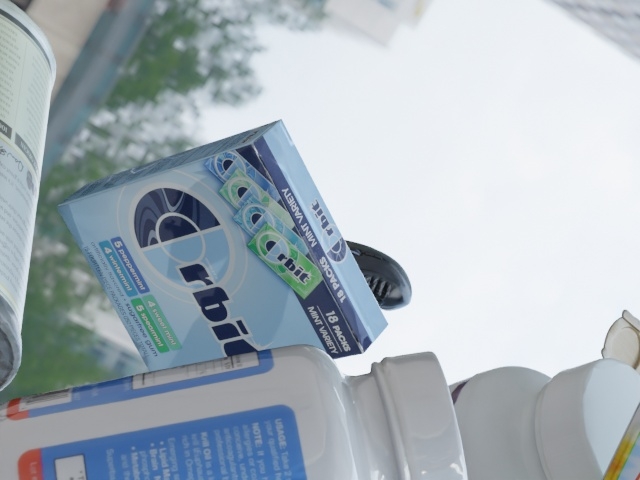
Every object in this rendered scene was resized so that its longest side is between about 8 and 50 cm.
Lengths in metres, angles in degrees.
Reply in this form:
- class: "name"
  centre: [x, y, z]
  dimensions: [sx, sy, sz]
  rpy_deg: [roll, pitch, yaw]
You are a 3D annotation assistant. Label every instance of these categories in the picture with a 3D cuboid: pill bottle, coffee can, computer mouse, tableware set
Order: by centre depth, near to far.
- class: "pill bottle"
  centre: [-0.043, 0.120, 0.835]
  dimensions: [0.124, 0.221, 0.124]
  rpy_deg: [170, -90, -87]
- class: "coffee can"
  centre: [-0.313, -0.036, 1.283]
  dimensions: [0.201, 0.201, 0.275]
  rpy_deg: [-40, -141, 44]
- class: "pill bottle"
  centre: [0.115, 0.194, 1.291]
  dimensions: [0.301, 0.169, 0.169]
  rpy_deg: [-25, -141, 37]
- class: "tableware set"
  centre: [0.267, 0.156, 1.497]
  dimensions: [0.020, 0.141, 0.168]
  rpy_deg: [5, -132, 49]
- class: "computer mouse"
  centre: [0.000, 0.000, 1.717]
  dimensions: [0.041, 0.242, 0.071]
  rpy_deg: [-46, -153, 31]

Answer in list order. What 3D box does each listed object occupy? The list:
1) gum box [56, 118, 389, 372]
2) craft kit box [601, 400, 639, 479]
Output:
- class: "gum box"
  centre: [-0.067, 0.016, 1.124]
  dimensions: [0.184, 0.157, 0.041]
  rpy_deg: [-15, -161, 39]
- class: "craft kit box"
  centre: [0.291, 0.217, 1.087]
  dimensions: [0.246, 0.250, 0.061]
  rpy_deg: [-64, 164, 5]
